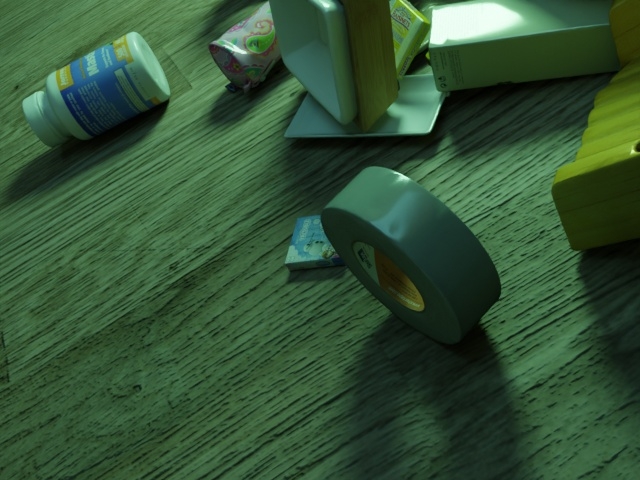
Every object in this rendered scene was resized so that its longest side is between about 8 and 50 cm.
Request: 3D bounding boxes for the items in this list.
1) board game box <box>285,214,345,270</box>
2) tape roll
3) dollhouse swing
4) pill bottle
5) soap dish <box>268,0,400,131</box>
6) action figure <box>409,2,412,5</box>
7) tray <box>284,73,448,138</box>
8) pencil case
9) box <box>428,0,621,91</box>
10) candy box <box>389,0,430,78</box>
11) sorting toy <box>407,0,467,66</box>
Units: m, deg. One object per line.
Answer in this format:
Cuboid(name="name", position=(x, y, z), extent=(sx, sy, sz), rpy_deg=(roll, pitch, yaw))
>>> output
Cuboid(name="board game box", position=(0.000, 0.000, 1.107), extent=(0.090, 0.020, 0.090), rpy_deg=(-8, 47, 25))
Cuboid(name="tape roll", position=(0.101, 0.019, 0.883), extent=(0.072, 0.219, 0.219), rpy_deg=(-44, 44, -15))
Cuboid(name="dollhouse swing", position=(0.345, -0.233, 0.844), extent=(0.315, 0.305, 0.347), rpy_deg=(-20, 38, 53))
Cuboid(name="pill bottle", position=(-0.460, -0.300, 1.554), extent=(0.272, 0.152, 0.152), rpy_deg=(-26, 42, 4))
Cuboid(name="soap dish", position=(0.018, -0.344, 1.233), extent=(0.118, 0.229, 0.291), rpy_deg=(-23, 42, -12))
Cuboid(name="action figure", position=(0.173, -0.509, 1.388), extent=(0.330, 0.178, 0.341), rpy_deg=(-12, 75, 23))
Cuboid(name="tray", position=(0.081, -0.214, 1.261), extent=(0.270, 0.030, 0.145), rpy_deg=(3, 52, 31))
Cuboid(name="pencil case", position=(-0.085, -0.413, 1.484), extent=(0.284, 0.124, 0.124), rpy_deg=(-45, 44, -15))
Cuboid(name="box", position=(0.307, -0.307, 1.150), extent=(0.275, 0.094, 0.113), rpy_deg=(-2, 52, 18))
Cuboid(name="candy box", position=(0.103, -0.373, 1.288), extent=(0.105, 0.027, 0.206), rpy_deg=(-59, 46, 29))
Cuboid(name="sorting toy", position=(0.168, -0.365, 1.356), extent=(0.229, 0.041, 0.307), rpy_deg=(-31, 44, -4))
